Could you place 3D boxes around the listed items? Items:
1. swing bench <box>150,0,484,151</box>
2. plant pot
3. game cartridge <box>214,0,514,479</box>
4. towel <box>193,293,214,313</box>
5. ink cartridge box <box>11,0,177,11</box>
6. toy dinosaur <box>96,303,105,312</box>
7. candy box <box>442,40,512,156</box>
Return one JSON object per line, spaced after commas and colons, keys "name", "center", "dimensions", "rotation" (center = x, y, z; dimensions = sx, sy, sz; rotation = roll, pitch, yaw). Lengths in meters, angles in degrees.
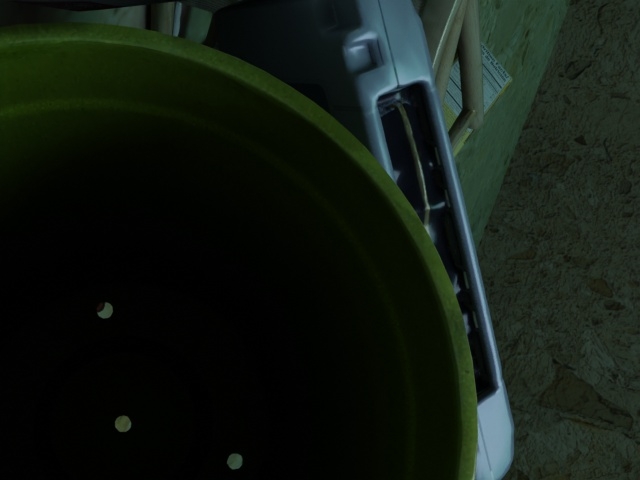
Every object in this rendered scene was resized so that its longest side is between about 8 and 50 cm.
{"name": "swing bench", "center": [-0.007, -0.165, 0.773], "dimensions": [0.165, 0.253, 0.255], "rotation": [-57, 160, -31]}
{"name": "plant pot", "center": [-0.130, 0.112, 0.606], "dimensions": [0.367, 0.366, 0.353], "rotation": [-63, -179, -13]}
{"name": "game cartridge", "center": [0.019, -0.008, 0.619], "dimensions": [0.060, 0.196, 0.294], "rotation": [-24, 109, -26]}
{"name": "towel", "center": [0.000, 0.000, 0.919], "dimensions": [0.282, 0.187, 0.049], "rotation": [10, 138, -32]}
{"name": "ink cartridge box", "center": [-0.087, -0.183, 0.546], "dimensions": [0.158, 0.217, 0.092], "rotation": [-19, 109, -68]}
{"name": "toy dinosaur", "center": [-0.182, 0.020, 0.841], "dimensions": [0.090, 0.047, 0.082], "rotation": [-56, 144, -2]}
{"name": "candy box", "center": [0.111, -0.130, 1.311], "dimensions": [0.183, 0.087, 0.316], "rotation": [-31, -166, 44]}
